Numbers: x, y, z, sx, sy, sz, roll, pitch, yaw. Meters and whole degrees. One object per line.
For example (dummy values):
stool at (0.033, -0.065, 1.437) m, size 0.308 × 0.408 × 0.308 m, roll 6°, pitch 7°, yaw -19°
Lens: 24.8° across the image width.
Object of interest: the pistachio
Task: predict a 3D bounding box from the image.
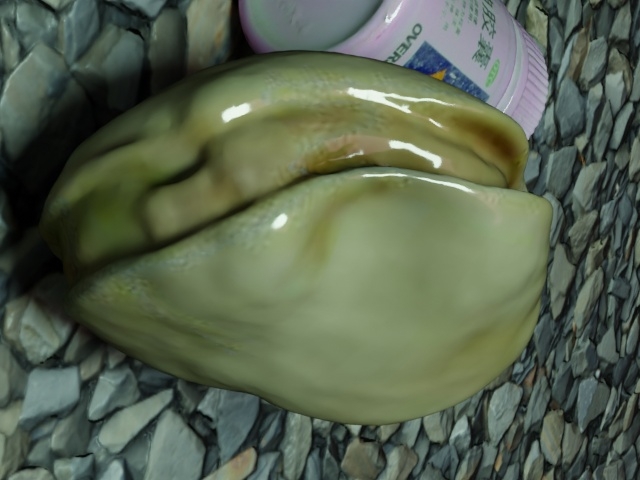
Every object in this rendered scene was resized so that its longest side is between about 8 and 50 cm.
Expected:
pistachio at (0.000, 0.000, 1.133) m, size 0.445 × 0.365 × 0.281 m, roll 9°, pitch 63°, yaw -48°

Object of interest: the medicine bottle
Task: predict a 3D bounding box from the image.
medicine bottle at (0.074, -0.179, 1.314) m, size 0.291 × 0.178 × 0.178 m, roll 30°, pitch 77°, yaw -54°
